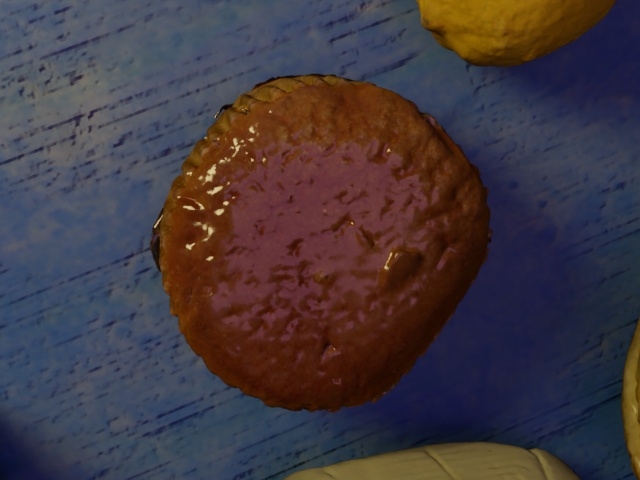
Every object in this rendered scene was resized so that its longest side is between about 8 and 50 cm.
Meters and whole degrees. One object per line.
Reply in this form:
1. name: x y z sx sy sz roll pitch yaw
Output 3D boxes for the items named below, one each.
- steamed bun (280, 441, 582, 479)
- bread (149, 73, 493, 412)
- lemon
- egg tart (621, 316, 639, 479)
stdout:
1. steamed bun: 0.078 0.232 0.555 0.250 0.200 0.155 -3 114 -16
2. bread: 0.001 0.000 0.549 0.199 0.104 0.199 -1 99 -9
3. lemon: 0.120 -0.164 0.541 0.155 0.114 0.114 -31 104 -12
4. egg tart: 0.291 0.079 0.523 0.115 0.290 0.290 23 95 -38
